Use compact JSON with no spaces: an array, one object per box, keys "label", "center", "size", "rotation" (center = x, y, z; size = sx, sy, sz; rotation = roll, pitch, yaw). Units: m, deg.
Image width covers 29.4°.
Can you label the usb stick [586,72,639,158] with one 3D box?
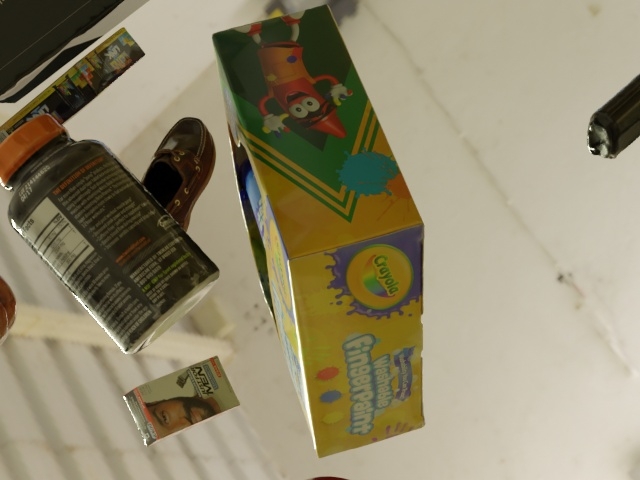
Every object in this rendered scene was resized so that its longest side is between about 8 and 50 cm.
[{"label":"usb stick","center":[0.405,-0.194,1.384],"size":[0.045,0.278,0.077],"rotation":[39,160,31]}]

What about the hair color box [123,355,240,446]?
[{"label":"hair color box","center":[-0.221,0.257,1.960],"size":[0.167,0.053,0.093],"rotation":[-19,-101,-40]}]

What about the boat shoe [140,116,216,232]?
[{"label":"boat shoe","center":[-0.183,-0.076,1.508],"size":[0.073,0.073,0.207],"rotation":[65,-150,-52]}]

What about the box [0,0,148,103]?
[{"label":"box","center":[-0.283,-0.290,1.260],"size":[0.184,0.261,0.103],"rotation":[54,-175,-1]}]

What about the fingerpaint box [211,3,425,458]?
[{"label":"fingerpaint box","center":[0.000,0.000,1.545],"size":[0.445,0.163,0.371],"rotation":[84,169,-53]}]

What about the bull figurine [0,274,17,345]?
[{"label":"bull figurine","center":[-0.452,0.111,1.453],"size":[0.101,0.310,0.188],"rotation":[-19,-109,-48]}]

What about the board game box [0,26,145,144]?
[{"label":"board game box","center":[-0.309,-0.176,1.489],"size":[0.048,0.170,0.141],"rotation":[51,-148,-12]}]

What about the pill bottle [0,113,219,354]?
[{"label":"pill bottle","center":[-0.228,-0.013,1.244],"size":[0.246,0.130,0.130],"rotation":[48,-162,3]}]

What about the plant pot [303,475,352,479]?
[{"label":"plant pot","center":[-0.023,0.298,0.943],"size":[0.191,0.191,0.174],"rotation":[53,-147,15]}]
